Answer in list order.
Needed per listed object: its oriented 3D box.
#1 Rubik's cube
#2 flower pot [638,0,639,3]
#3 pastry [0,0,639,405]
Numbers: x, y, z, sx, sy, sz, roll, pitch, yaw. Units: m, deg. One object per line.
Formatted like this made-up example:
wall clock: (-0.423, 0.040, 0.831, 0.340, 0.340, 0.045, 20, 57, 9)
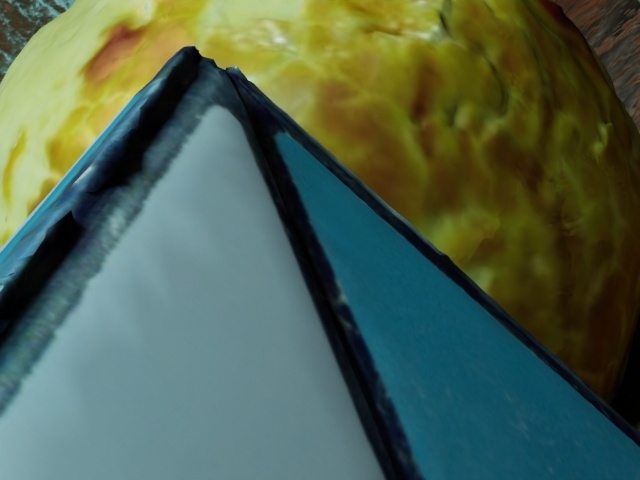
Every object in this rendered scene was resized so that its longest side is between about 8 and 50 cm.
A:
Rubik's cube: (-0.057, 0.168, 0.526, 0.307, 0.305, 0.310, -46, 7, 34)
flower pot: (0.264, -0.234, 0.802, 0.307, 0.307, 0.244, -42, 28, 56)
pastry: (0.000, 0.000, 0.863, 0.388, 0.388, 0.312, -50, 9, 0)
